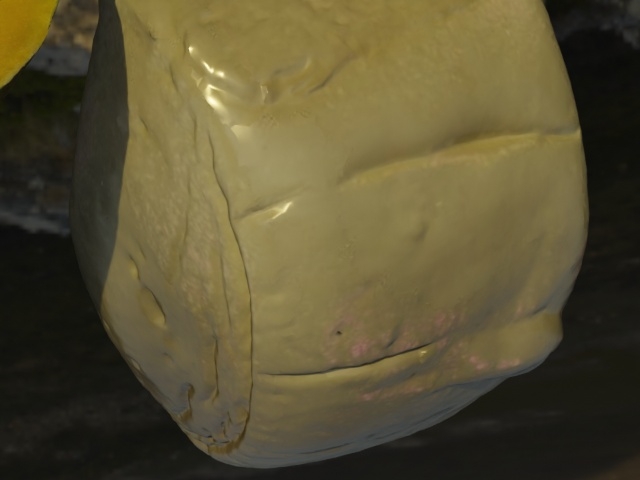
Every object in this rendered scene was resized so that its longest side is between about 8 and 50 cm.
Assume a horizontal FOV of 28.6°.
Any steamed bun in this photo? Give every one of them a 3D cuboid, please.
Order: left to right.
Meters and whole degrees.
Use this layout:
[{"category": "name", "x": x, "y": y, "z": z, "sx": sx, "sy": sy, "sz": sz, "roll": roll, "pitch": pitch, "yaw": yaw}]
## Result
[{"category": "steamed bun", "x": 0.001, "y": 0.005, "z": 0.699, "sx": 0.247, "sy": 0.236, "sz": 0.383, "roll": -23, "pitch": 159, "yaw": -21}]

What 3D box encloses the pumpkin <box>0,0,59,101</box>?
[{"category": "pumpkin", "x": -0.210, "y": -0.076, "z": 0.507, "sx": 0.217, "sy": 0.217, "sz": 0.110, "roll": 0, "pitch": 143, "yaw": -10}]
